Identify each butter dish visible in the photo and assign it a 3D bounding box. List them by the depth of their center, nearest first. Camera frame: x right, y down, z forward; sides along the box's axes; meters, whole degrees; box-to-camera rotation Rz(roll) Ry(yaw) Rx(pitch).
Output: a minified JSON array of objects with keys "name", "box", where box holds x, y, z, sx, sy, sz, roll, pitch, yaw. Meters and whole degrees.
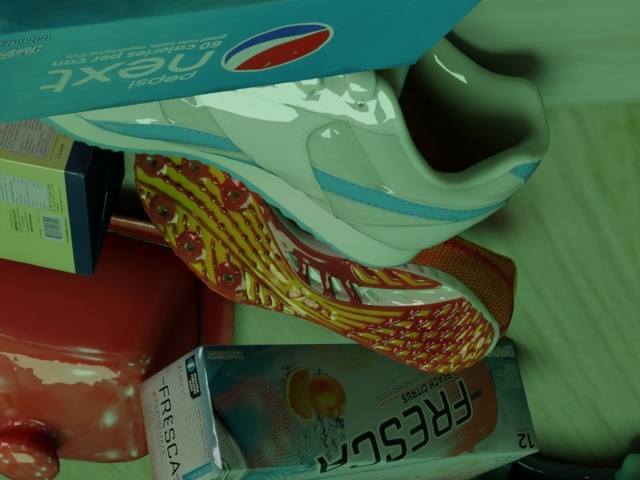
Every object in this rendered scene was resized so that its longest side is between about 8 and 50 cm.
[{"name":"butter dish","box":[-0.129,0.060,0.776,0.160,0.118,0.160,12,149,2]}]

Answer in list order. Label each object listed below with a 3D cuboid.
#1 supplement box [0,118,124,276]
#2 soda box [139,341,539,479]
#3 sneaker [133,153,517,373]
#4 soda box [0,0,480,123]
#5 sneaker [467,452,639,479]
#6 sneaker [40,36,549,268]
[{"name":"supplement box","box":[-0.131,-0.035,0.684,0.083,0.056,0.083,12,148,2]},{"name":"soda box","box":[0.012,0.083,0.750,0.183,0.058,0.063,1,158,-35]},{"name":"sneaker","box":[0.000,0.000,0.690,0.175,0.067,0.064,29,122,5]},{"name":"soda box","box":[-0.056,-0.082,0.473,0.210,0.067,0.071,-10,167,-26]},{"name":"sneaker","box":[0.078,0.162,0.900,0.283,0.110,0.122,-9,130,20]},{"name":"sneaker","box":[-0.021,-0.068,0.574,0.229,0.087,0.092,23,146,-31]}]
